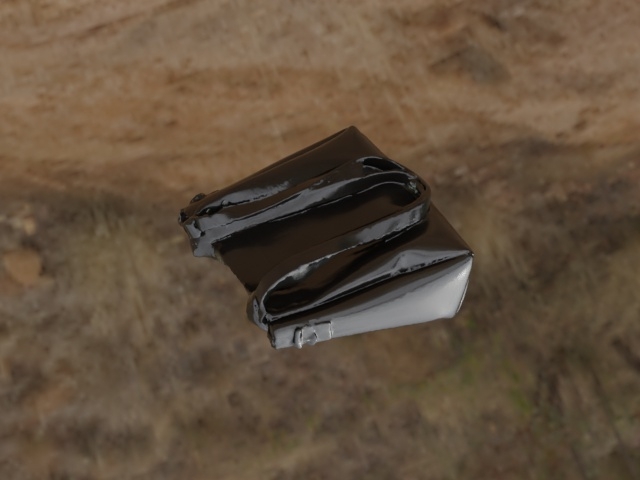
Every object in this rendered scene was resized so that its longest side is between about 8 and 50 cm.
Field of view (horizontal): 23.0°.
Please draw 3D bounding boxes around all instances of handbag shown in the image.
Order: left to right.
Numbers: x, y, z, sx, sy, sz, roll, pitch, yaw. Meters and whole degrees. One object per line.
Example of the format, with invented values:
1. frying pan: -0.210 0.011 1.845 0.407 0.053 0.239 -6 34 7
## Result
1. handbag: 0.000 -0.001 1.729 0.257 0.285 0.113 -19 132 -21
